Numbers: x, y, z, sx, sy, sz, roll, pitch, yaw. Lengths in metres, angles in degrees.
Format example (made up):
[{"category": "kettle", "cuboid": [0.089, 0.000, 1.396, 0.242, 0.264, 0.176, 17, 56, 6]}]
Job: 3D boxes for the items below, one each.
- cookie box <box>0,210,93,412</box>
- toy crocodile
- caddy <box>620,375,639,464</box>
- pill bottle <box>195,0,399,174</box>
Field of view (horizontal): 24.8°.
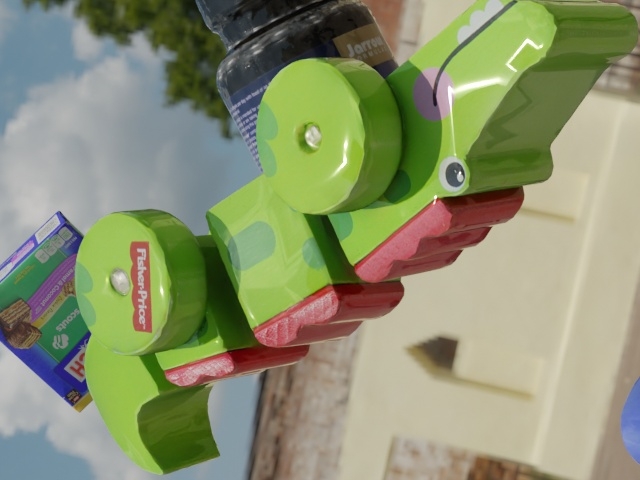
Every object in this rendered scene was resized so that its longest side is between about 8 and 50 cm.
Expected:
[{"category": "cookie box", "cuboid": [-0.173, 0.050, 1.002, 0.092, 0.107, 0.040, -44, 22, -2]}, {"category": "toy crocodile", "cuboid": [0.000, 0.000, 0.648, 0.115, 0.340, 0.105, -6, -114, -51]}, {"category": "caddy", "cuboid": [0.403, 0.168, 1.135, 0.179, 0.341, 0.241, -19, 84, 54]}, {"category": "pill bottle", "cuboid": [0.002, -0.093, 1.022, 0.219, 0.123, 0.123, 63, -168, -2]}]
